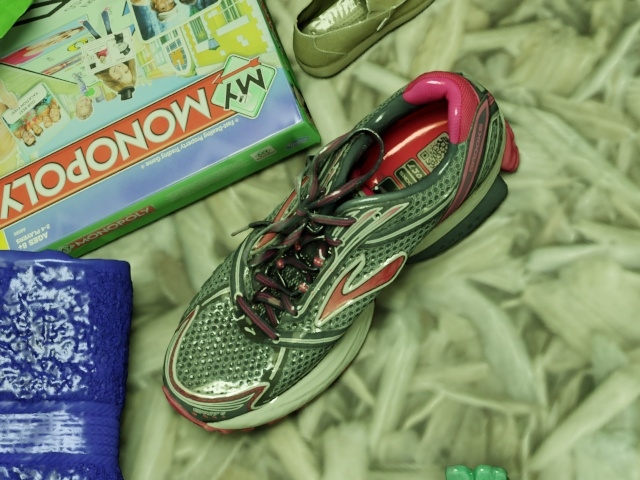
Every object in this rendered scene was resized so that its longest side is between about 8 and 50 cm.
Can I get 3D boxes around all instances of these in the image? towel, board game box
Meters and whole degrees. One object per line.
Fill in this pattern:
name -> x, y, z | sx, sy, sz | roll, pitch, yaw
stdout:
towel -> -0.244, 0.154, 1.095 | 0.227, 0.076, 0.308 | -3, 74, 7
board game box -> -0.180, -0.103, 1.211 | 0.317, 0.046, 0.214 | -25, 68, 10

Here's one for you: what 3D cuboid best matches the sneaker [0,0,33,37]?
sneaker -> -0.294, -0.234, 1.186 | 0.483, 0.185, 0.202 | -39, 35, -25

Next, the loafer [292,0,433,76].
loafer -> 0.038, -0.177, 1.172 | 0.148, 0.050, 0.056 | -46, 68, -1

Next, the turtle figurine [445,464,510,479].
turtle figurine -> 0.072, 0.260, 1.000 | 0.175, 0.118, 0.234 | -4, 57, 0

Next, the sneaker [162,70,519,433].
sneaker -> 0.000, 0.000, 1.098 | 0.121, 0.112, 0.299 | 43, 89, 22
